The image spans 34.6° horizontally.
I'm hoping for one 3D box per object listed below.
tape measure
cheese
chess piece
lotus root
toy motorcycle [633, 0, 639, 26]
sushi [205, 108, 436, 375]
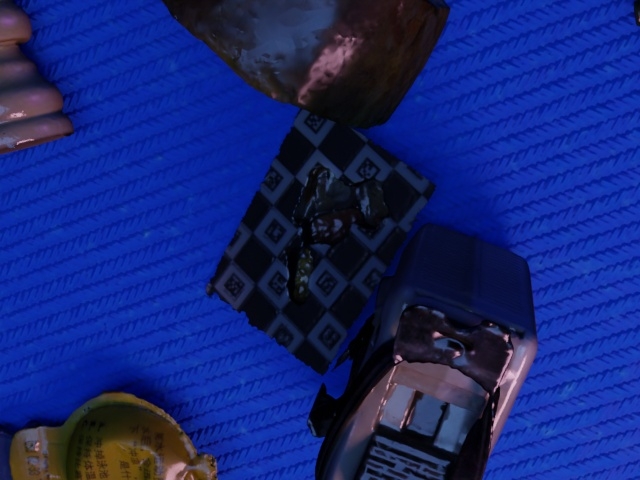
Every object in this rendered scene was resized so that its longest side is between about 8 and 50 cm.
[{"bbox_3d":[0.066,0.120,0.767,0.133,0.271,0.231,20,105,2],"label":"tape measure"},{"bbox_3d":[-0.206,0.208,0.934,0.250,0.064,0.156,1,104,17],"label":"cheese"},{"bbox_3d":[-0.267,-0.157,0.842,0.094,0.094,0.170,-12,95,10],"label":"chess piece"},{"bbox_3d":[-0.019,-0.185,0.783,0.235,0.138,0.119,33,116,-7],"label":"lotus root"},{"bbox_3d":[0.326,-0.236,0.726,0.275,0.127,0.205,-6,103,16],"label":"toy motorcycle"},{"bbox_3d":[0.000,0.000,0.868,0.139,0.031,0.201,37,109,19],"label":"sushi"}]
